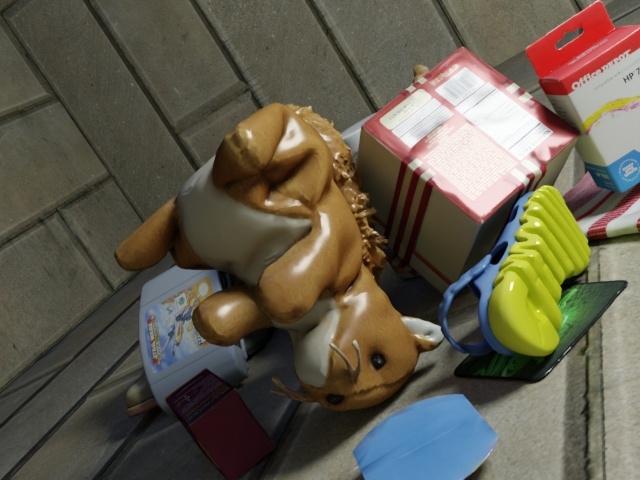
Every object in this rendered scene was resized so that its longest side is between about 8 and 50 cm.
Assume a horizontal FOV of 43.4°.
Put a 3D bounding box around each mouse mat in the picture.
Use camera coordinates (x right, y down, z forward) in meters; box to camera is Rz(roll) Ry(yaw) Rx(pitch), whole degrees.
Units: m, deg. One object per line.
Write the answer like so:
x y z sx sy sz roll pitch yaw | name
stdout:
0.259 0.104 0.952 0.189 0.007 0.152 -39 13 -28 | mouse mat

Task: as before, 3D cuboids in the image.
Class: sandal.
0.235 0.037 0.989 0.138 0.126 0.317 -28 10 40 | sandal

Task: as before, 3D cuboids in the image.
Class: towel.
0.458 -0.077 1.112 0.237 0.037 0.329 -39 13 -27 | towel

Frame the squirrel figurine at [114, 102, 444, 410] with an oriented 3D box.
0.000 0.022 1.058 0.281 0.370 0.397 -39 6 29 | squirrel figurine

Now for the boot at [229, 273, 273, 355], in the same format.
-0.151 0.122 1.577 0.083 0.161 0.246 -23 14 40 | boot

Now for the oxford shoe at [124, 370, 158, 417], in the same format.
-0.312 0.215 1.650 0.140 0.146 0.397 -25 14 21 | oxford shoe

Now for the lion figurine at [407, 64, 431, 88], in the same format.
0.200 -0.241 1.985 0.392 0.142 0.240 -53 -20 12 | lion figurine

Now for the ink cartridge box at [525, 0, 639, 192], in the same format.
0.398 -0.198 1.101 0.134 0.231 0.078 -34 14 1 | ink cartridge box

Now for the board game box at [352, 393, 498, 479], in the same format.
0.108 0.219 0.809 0.133 0.033 0.169 -28 16 -3 | board game box

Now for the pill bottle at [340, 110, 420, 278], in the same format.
0.133 -0.083 1.400 0.152 0.272 0.152 -30 11 7 | pill bottle

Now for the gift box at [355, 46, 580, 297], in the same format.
0.193 -0.106 1.201 0.255 0.276 0.258 -35 -24 -20 | gift box

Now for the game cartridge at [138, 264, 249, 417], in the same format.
-0.245 0.166 1.493 0.198 0.062 0.297 -27 52 11 | game cartridge

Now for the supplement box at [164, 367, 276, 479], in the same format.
-0.146 0.257 1.139 0.081 0.104 0.188 -36 12 -17 | supplement box

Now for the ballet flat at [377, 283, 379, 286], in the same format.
0.000 0.000 1.402 0.139 0.139 0.400 -29 39 16 | ballet flat
